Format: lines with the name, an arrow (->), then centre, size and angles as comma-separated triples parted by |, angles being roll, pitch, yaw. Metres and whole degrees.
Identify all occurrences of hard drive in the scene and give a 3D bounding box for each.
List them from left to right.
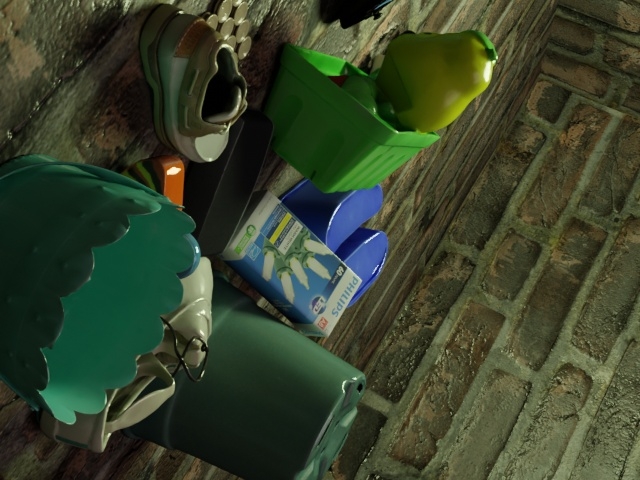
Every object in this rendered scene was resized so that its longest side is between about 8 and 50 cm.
hard drive -> -0.158, -0.088, 1.602 | 0.255, 0.054, 0.172 | -67, 164, 11

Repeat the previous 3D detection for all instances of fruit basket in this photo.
fruit basket -> 0.111, -0.264, 1.764 | 0.392, 0.283, 0.392 | -46, 168, -13

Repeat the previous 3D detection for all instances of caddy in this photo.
caddy -> 0.000, 0.000, 2.041 | 0.341, 0.179, 0.241 | -41, 130, -54

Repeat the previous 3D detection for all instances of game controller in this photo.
game controller -> 0.169, -0.471, 1.751 | 0.319, 0.067, 0.166 | -31, -165, 35

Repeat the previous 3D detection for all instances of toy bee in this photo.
toy bee -> -0.257, 0.036, 1.364 | 0.195, 0.162, 0.298 | 26, 65, -66

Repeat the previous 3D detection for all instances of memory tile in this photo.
memory tile -> -0.137, -0.290, 1.434 | 0.113, 0.012, 0.148 | -56, 163, -27

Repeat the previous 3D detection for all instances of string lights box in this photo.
string lights box -> -0.059, 0.044, 1.797 | 0.076, 0.259, 0.133 | -5, -133, 55

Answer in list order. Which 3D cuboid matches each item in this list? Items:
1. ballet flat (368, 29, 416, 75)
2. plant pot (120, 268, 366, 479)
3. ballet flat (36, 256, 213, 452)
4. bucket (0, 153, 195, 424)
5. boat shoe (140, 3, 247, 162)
ballet flat -> 0.148, -0.362, 2.121 | 0.280, 0.095, 0.096 | -62, 158, -48
plant pot -> -0.120, 0.274, 1.781 | 0.341, 0.334, 0.341 | -57, 164, -27
ballet flat -> -0.255, 0.179, 1.536 | 0.400, 0.139, 0.139 | -47, 157, -41
bucket -> -0.292, 0.044, 1.141 | 0.281, 0.183, 0.281 | -56, 163, -28
boat shoe -> -0.159, -0.187, 1.354 | 0.113, 0.103, 0.302 | -59, 164, -18
